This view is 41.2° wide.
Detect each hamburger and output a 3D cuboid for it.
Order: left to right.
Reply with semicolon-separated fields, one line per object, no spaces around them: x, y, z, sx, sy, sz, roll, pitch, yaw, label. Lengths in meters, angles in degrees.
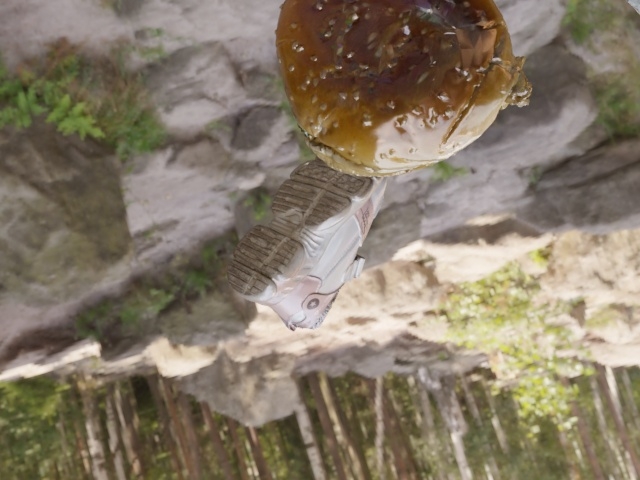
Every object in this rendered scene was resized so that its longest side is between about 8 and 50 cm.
0.084;-0.185;0.919;0.243;0.285;0.146;-61;168;-8;hamburger

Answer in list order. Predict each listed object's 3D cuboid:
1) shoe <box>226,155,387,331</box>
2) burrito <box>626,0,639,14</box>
-0.001;-0.002;1.550;0.351;0.172;0.198;-46;135;-8;shoe
0.399;-0.379;1.141;0.064;0.203;0.064;-39;-155;22;burrito
